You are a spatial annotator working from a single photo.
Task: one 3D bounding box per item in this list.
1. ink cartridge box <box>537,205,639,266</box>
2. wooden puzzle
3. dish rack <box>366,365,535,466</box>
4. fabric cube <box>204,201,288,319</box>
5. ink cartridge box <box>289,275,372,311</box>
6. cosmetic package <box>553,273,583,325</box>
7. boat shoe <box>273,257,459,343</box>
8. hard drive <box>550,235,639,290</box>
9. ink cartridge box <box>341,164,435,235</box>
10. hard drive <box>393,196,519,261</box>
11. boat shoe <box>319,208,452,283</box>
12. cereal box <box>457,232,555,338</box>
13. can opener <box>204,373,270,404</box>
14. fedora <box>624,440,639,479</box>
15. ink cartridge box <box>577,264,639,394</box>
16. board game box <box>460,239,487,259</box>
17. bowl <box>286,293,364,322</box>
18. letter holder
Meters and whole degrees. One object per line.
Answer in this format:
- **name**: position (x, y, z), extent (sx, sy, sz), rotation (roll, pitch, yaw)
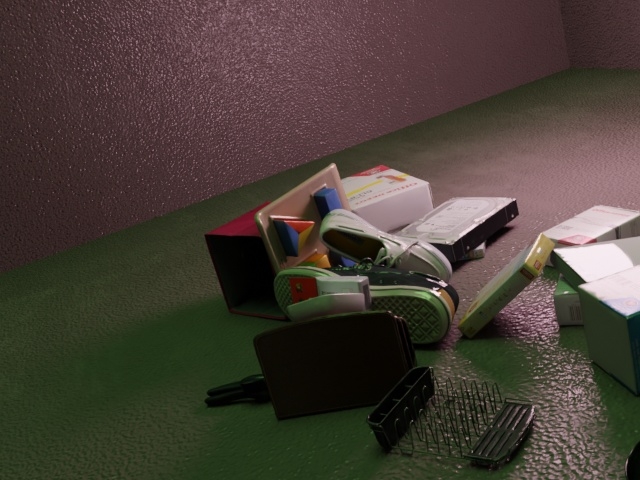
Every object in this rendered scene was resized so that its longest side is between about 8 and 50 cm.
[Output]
- **ink cartridge box**: position (0.689, -0.004, 2.040), extent (0.218, 0.092, 0.159), rotation (-26, 21, -22)
- **wooden puzzle**: position (0.000, 0.000, 2.183), extent (0.081, 0.322, 0.348), rotation (1, 30, 44)
- **dish rack**: position (0.248, 0.323, 1.486), extent (0.272, 0.074, 0.208), rotation (0, 25, 38)
- **fabric cube**: position (-0.126, 0.050, 2.296), extent (0.259, 0.254, 0.258), rotation (3, 24, 45)
- **ink cartridge box**: position (0.018, 0.181, 1.899), extent (0.233, 0.188, 0.066), rotation (-3, 10, 32)
- **cosmetic package**: position (0.603, 0.102, 1.817), extent (0.117, 0.085, 0.231), rotation (-5, 23, 25)
- **boat shoe**: position (0.107, 0.145, 1.961), extent (0.501, 0.186, 0.156), rotation (4, 21, 34)
- **hard drive**: position (0.686, 0.049, 1.749), extent (0.308, 0.040, 0.203), rotation (-8, 22, -5)
- **ink cartridge box**: position (0.176, -0.110, 2.649), extent (0.279, 0.160, 0.385), rotation (-20, 19, -13)
- **hard drive**: position (0.389, -0.040, 2.349), extent (0.237, 0.064, 0.339), rotation (4, 28, 47)
- **boat shoe**: position (0.163, 0.044, 2.061), extent (0.367, 0.135, 0.156), rotation (28, 27, -1)
- **cereal box**: position (0.418, 0.102, 1.813), extent (0.240, 0.047, 0.173), rotation (-51, -5, 37)
- **can opener**: position (-0.181, 0.336, 1.823), extent (0.186, 0.073, 0.059), rotation (-17, 24, 27)
- **fedora**: position (0.612, 0.282, 1.186), extent (0.334, 0.152, 0.334), rotation (-14, 19, 5)
- **ink cartridge box**: position (0.641, 0.149, 1.516), extent (0.233, 0.168, 0.171), rotation (-18, 19, -7)
- **board game box**: position (0.422, 0.012, 2.310), extent (0.104, 0.026, 0.154), rotation (-9, 20, 18)
- **bowl**: position (0.015, 0.155, 1.766), extent (0.142, 0.053, 0.142), rotation (-21, -18, 41)
- **letter holder**: position (0.033, 0.229, 1.707), extent (0.302, 0.214, 0.152), rotation (-12, 19, 13)
